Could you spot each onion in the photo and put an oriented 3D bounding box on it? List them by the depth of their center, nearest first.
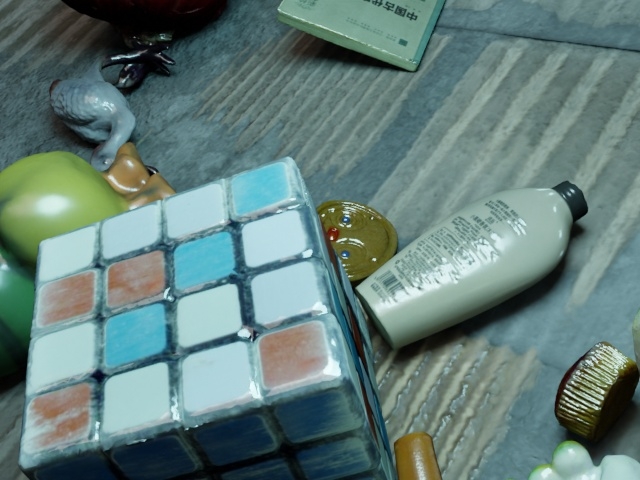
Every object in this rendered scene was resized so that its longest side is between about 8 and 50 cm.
[{"bbox_3d":[-0.285,-0.419,1.430,0.313,0.232,0.314,8,19,-3],"label":"onion"}]

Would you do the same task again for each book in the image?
[{"bbox_3d":[0.080,-0.372,1.329,0.214,0.025,0.283,20,53,2],"label":"book"}]

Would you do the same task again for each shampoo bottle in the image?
[{"bbox_3d":[0.163,0.016,0.941,0.256,0.078,0.127,-31,40,-6],"label":"shampoo bottle"}]

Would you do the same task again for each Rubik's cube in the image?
[{"bbox_3d":[-0.087,0.125,0.804,0.258,0.256,0.253,-16,45,6],"label":"Rubik's cube"}]

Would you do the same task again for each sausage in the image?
[{"bbox_3d":[0.091,0.229,0.789,0.039,0.041,0.131,-11,45,3],"label":"sausage"}]

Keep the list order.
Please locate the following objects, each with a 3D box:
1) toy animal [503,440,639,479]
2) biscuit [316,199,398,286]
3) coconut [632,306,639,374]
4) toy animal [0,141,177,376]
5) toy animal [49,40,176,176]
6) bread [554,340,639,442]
[{"bbox_3d":[0.180,0.268,0.608,0.309,0.183,0.247,-3,13,14],"label":"toy animal"},{"bbox_3d":[0.000,0.000,1.022,0.175,0.026,0.124,2,47,-1],"label":"biscuit"},{"bbox_3d":[0.376,0.071,0.717,0.233,0.233,0.245,16,54,32],"label":"coconut"},{"bbox_3d":[-0.324,0.008,1.053,0.338,0.191,0.216,-37,46,-15],"label":"toy animal"},{"bbox_3d":[-0.313,-0.187,1.309,0.195,0.090,0.324,-12,43,9],"label":"toy animal"},{"bbox_3d":[0.239,0.129,0.801,0.053,0.085,0.085,32,64,33],"label":"bread"}]
